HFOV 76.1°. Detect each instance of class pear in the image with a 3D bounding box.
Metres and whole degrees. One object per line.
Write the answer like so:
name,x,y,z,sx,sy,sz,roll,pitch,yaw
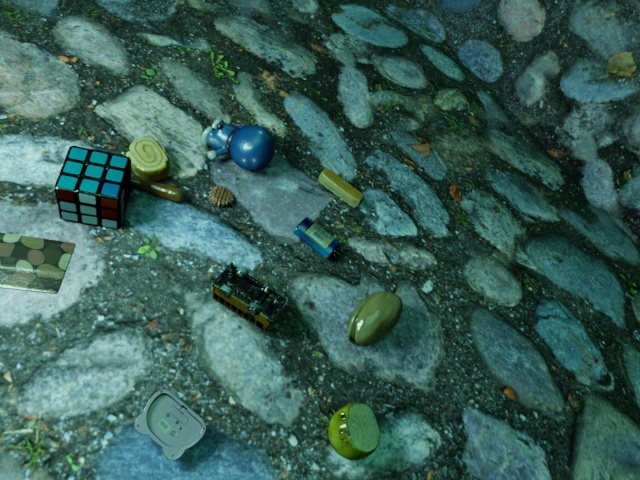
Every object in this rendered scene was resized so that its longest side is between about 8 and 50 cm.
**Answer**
pear,0.080,0.503,1.076,0.141,0.104,0.140,29,44,-33

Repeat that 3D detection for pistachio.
pistachio,0.171,0.240,1.273,0.226,0.135,0.136,-38,78,-30

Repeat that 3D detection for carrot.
carrot,-0.526,-0.167,1.297,0.191,0.047,0.047,19,54,-8

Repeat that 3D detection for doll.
doll,-0.288,-0.338,1.455,0.257,0.161,0.215,26,65,15

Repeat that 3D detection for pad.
pad,-0.794,0.054,1.070,0.235,0.003,0.158,10,56,-16

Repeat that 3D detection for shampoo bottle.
shampoo bottle,0.000,0.000,1.399,0.183,0.050,0.087,39,50,6

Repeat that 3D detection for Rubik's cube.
Rubik's cube,-0.640,-0.148,1.167,0.162,0.163,0.160,10,56,-20

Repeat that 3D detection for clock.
clock,-0.357,0.439,0.969,0.153,0.050,0.110,39,53,5

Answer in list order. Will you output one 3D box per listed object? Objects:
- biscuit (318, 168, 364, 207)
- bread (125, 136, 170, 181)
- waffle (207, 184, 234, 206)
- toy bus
biscuit,0.077,-0.196,1.556,0.188,0.056,0.052,39,55,3
bread,-0.562,-0.265,1.327,0.122,0.073,0.149,-31,74,-32
waffle,-0.334,-0.147,1.373,0.075,0.029,0.083,-36,79,-35
toy bus,-0.204,0.167,1.168,0.201,0.114,0.098,31,52,6
